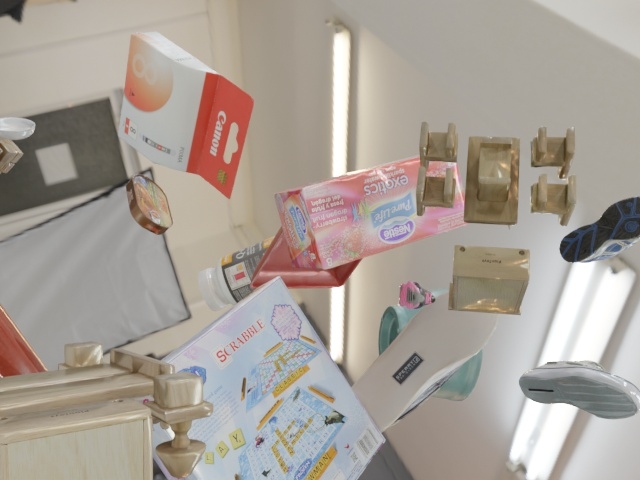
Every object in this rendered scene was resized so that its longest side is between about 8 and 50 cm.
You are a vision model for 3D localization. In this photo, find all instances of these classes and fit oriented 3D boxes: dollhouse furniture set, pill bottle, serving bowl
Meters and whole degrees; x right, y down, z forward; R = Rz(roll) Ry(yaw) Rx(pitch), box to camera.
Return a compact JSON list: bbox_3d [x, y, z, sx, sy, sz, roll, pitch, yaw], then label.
[{"bbox_3d":[-0.277,0.205,0.578,0.355,0.303,0.174,-1,-90,53],"label":"dollhouse furniture set"},{"bbox_3d":[0.247,-0.033,0.987,0.161,0.212,0.242,67,29,-65],"label":"dollhouse furniture set"},{"bbox_3d":[-0.216,0.104,2.047,0.162,0.278,0.162,-21,90,-83],"label":"pill bottle"},{"bbox_3d":[-0.607,-0.217,1.338,0.083,0.083,0.027,47,-45,51],"label":"serving bowl"}]

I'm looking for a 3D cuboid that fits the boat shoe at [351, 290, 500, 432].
[{"bbox_3d":[0.177,0.220,1.242,0.127,0.340,0.158,50,-13,15],"label":"boat shoe"}]

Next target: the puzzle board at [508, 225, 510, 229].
[{"bbox_3d":[0.410,-0.098,1.559,0.096,0.011,0.128,57,22,-49],"label":"puzzle board"}]

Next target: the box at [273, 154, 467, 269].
[{"bbox_3d":[0.091,-0.057,1.198,0.154,0.299,0.142,-1,-76,67],"label":"box"}]

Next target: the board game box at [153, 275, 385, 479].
[{"bbox_3d":[-0.081,0.258,0.970,0.066,0.318,0.318,-29,-86,40],"label":"board game box"}]

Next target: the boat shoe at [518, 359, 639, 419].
[{"bbox_3d":[0.414,0.219,1.072,0.226,0.075,0.083,-4,-63,60],"label":"boat shoe"}]

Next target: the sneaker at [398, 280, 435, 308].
[{"bbox_3d":[0.166,0.092,1.127,0.119,0.057,0.047,169,-71,-87],"label":"sneaker"}]

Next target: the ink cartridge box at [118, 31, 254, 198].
[{"bbox_3d":[-0.169,-0.147,0.822,0.179,0.045,0.145,38,-52,25],"label":"ink cartridge box"}]

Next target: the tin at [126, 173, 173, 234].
[{"bbox_3d":[-0.414,-0.087,1.638,0.040,0.106,0.190,-47,-139,20],"label":"tin"}]

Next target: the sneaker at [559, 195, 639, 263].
[{"bbox_3d":[0.565,-0.018,1.297,0.211,0.081,0.080,-29,-119,33],"label":"sneaker"}]

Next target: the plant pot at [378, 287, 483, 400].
[{"bbox_3d":[0.264,0.260,1.742,0.293,0.196,0.293,-176,-90,-78],"label":"plant pot"}]

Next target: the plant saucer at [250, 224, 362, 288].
[{"bbox_3d":[0.000,0.000,1.439,0.259,0.258,0.048,-56,-132,33],"label":"plant saucer"}]

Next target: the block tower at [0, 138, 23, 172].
[{"bbox_3d":[-0.731,-0.182,1.314,0.097,0.091,0.335,46,9,8],"label":"block tower"}]

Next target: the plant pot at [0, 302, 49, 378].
[{"bbox_3d":[-0.666,0.218,1.257,0.265,0.272,0.272,62,-12,-29],"label":"plant pot"}]
